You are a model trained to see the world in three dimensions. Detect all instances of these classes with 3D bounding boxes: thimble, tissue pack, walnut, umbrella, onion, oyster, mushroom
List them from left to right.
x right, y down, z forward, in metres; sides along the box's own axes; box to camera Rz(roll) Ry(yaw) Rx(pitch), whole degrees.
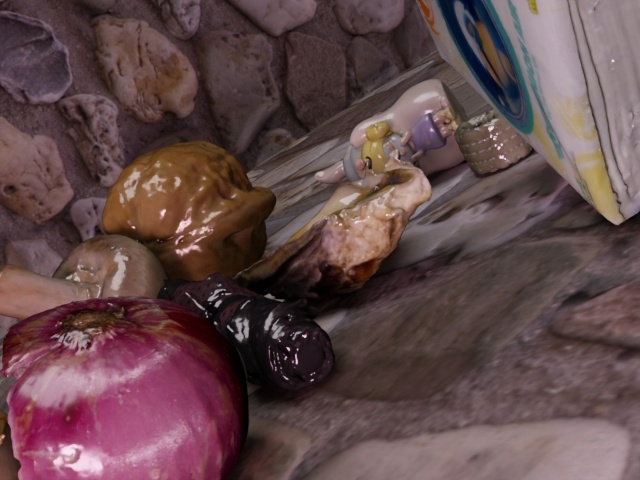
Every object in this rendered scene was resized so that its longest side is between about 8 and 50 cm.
[{"bbox_3d":[-0.293,0.080,1.192,0.207,0.215,0.207,-28,50,39],"label":"mushroom"},{"bbox_3d":[-0.142,0.127,0.755,0.200,0.201,0.207,-32,-2,-10],"label":"onion"},{"bbox_3d":[-0.176,-0.025,1.381,0.257,0.225,0.257,-22,9,4],"label":"walnut"},{"bbox_3d":[-0.089,0.080,0.967,0.326,0.094,0.090,11,85,59],"label":"umbrella"},{"bbox_3d":[0.007,0.009,1.086,0.275,0.100,0.271,-41,7,10],"label":"oyster"},{"bbox_3d":[0.214,-0.126,1.243,0.084,0.062,0.110,-27,11,-1],"label":"thimble"},{"bbox_3d":[0.191,-0.238,0.888,0.162,0.287,0.388,-26,34,-1],"label":"tissue pack"}]

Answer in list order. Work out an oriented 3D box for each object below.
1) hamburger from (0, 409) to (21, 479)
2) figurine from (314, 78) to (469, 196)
[{"bbox_3d":[-0.385,0.236,0.944,0.237,0.147,0.237,-30,13,8],"label":"hamburger"},{"bbox_3d":[0.092,-0.114,1.382,0.235,0.127,0.155,-32,19,17],"label":"figurine"}]
